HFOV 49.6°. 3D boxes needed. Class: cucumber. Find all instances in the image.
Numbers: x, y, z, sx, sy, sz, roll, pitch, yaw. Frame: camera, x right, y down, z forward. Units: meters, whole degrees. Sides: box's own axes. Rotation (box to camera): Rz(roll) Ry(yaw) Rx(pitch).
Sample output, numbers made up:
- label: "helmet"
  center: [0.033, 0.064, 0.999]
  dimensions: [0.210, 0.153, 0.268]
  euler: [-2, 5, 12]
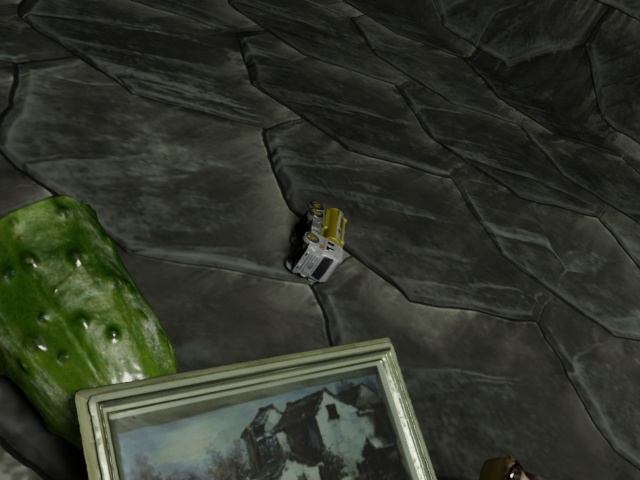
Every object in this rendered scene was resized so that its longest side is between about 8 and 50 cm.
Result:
- label: "cucumber"
  center: [-0.176, 0.087, 0.538]
  dimensions: [0.134, 0.134, 0.244]
  euler: [-15, 55, -47]

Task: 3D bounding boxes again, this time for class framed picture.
- label: "framed picture"
  center: [-0.014, 0.196, 0.510]
  dimensions: [0.296, 0.019, 0.232]
  euler: [-3, 68, -39]

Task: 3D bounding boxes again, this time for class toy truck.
- label: "toy truck"
  center: [0.000, 0.000, 0.853]
  dimensions: [0.062, 0.052, 0.123]
  euler: [28, 30, -12]

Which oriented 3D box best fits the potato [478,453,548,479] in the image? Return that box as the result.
- label: "potato"
  center: [0.211, 0.280, 0.611]
  dimensions: [0.261, 0.100, 0.120]
  euler: [30, 68, -24]
